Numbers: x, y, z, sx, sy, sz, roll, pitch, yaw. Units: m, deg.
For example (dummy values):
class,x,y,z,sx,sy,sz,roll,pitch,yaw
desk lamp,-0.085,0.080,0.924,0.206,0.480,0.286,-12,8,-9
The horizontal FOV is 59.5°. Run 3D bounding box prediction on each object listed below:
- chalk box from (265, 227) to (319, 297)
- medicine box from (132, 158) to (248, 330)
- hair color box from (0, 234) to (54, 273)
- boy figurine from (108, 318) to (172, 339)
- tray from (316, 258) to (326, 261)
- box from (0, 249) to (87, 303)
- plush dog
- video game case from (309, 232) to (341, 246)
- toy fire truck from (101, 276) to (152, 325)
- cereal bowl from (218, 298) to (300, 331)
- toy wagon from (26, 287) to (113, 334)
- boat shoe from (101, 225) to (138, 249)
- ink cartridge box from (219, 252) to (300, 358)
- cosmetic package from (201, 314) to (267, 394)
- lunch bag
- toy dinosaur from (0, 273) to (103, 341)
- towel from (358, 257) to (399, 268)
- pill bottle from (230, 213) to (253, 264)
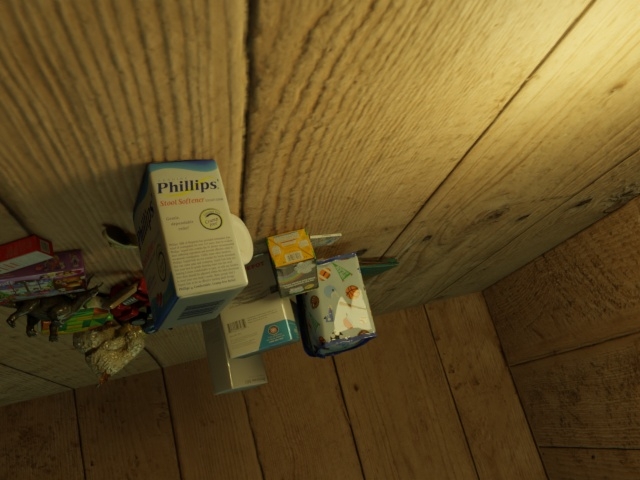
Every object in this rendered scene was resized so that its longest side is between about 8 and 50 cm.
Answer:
class,x,y,z,sx,sy,sz,roll,pitch,yaw
chalk box,-0.086,0.087,1.782,0.132,0.132,0.213,-14,142,-9
medicine box,-0.293,0.014,1.208,0.149,0.289,0.263,-9,162,-28
hair color box,-0.717,0.035,1.324,0.141,0.043,0.072,-18,163,3
boy figurine,-0.742,0.360,2.253,0.285,0.092,0.177,-17,163,6
tray,-0.073,0.125,2.198,0.270,0.030,0.145,-19,162,13
box,-0.774,0.104,1.467,0.293,0.057,0.201,-8,161,-22
plush dog,-0.834,0.404,2.102,0.262,0.225,0.210,-34,-171,29
video game case,0.000,0.000,1.898,0.122,0.011,0.087,-6,160,-30
toy fire truck,-0.596,0.183,1.759,0.217,0.158,0.246,-23,150,24
cereal bowl,-0.224,0.264,2.214,0.339,0.141,0.339,12,175,1
toy wagon,-0.808,0.232,1.827,0.267,0.068,0.344,-6,161,-29
boat shoe,-0.503,0.001,1.392,0.045,0.050,0.135,-24,162,8
ink cartridge box,-0.222,0.223,1.907,0.223,0.307,0.129,-18,165,9
cosmetic package,-0.380,0.467,2.435,0.197,0.365,0.155,1,157,-44
lunch bag,0.033,0.261,2.111,0.239,0.327,0.385,-7,164,-11
toy dinosaur,-0.797,0.192,1.602,0.314,0.160,0.121,2,132,-11
towel,0.129,0.155,2.462,0.272,0.040,0.370,0,159,-38
pill bottle,-0.324,0.036,1.499,0.264,0.146,0.146,-21,162,19
